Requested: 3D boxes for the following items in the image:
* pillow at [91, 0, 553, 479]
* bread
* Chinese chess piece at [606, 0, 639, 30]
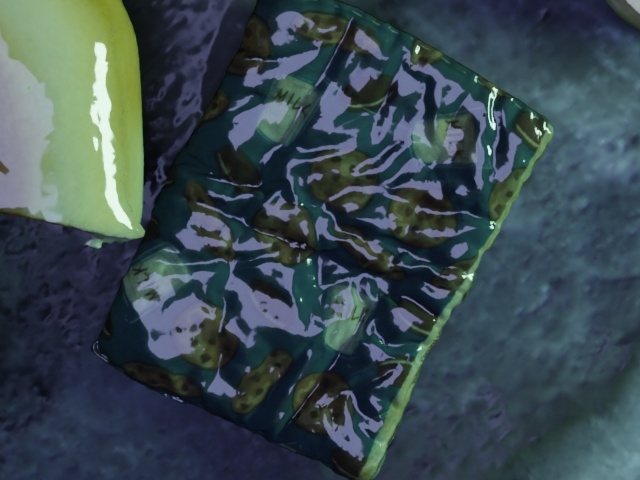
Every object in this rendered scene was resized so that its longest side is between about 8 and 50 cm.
[{"bbox_3d":[-0.001,-0.002,0.893,0.189,0.034,0.255,26,103,-3],"label":"pillow"},{"bbox_3d":[-0.247,-0.048,0.819,0.333,0.160,0.333,0,100,0],"label":"bread"},{"bbox_3d":[0.206,-0.167,0.843,0.122,0.051,0.122,0,103,0],"label":"Chinese chess piece"}]
